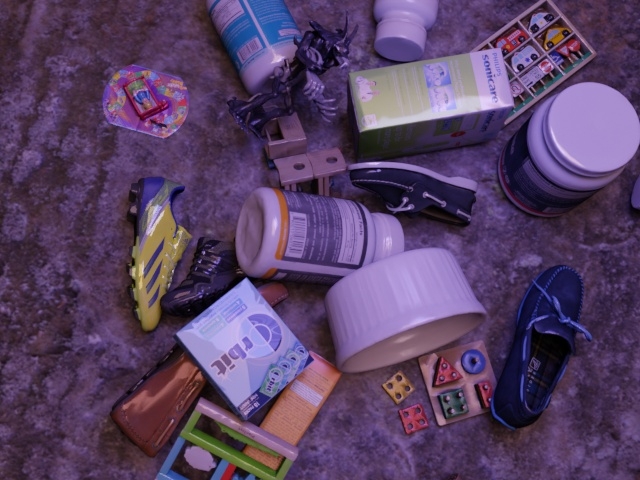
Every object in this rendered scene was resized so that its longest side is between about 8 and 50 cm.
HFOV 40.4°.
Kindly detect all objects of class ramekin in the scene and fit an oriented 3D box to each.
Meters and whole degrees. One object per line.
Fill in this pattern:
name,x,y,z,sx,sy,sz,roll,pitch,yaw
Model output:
ramekin,0.140,0.122,1.532,0.277,0.277,0.135,-17,71,-10

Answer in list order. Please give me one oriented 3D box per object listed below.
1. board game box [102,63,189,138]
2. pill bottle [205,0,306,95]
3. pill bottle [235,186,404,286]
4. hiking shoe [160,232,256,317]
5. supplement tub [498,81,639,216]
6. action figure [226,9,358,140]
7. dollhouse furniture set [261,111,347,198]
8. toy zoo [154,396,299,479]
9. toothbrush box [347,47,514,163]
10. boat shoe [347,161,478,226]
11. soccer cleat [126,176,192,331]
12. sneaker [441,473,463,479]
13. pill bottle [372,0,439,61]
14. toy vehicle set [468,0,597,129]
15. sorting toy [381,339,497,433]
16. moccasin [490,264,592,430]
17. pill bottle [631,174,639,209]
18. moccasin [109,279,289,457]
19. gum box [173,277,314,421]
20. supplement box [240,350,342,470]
board game box,-0.341,-0.279,1.695,0.169,0.033,0.133,16,75,-3
pill bottle,-0.130,-0.425,1.697,0.146,0.146,0.264,-24,80,-11
pill bottle,0.000,0.000,1.566,0.278,0.162,0.162,8,74,-28
hiking shoe,-0.209,0.056,1.604,0.227,0.086,0.114,-29,70,-28
supplement tub,0.460,-0.165,1.633,0.191,0.272,0.191,2,76,-6
action figure,-0.026,-0.285,1.571,0.276,0.164,0.141,-38,66,10
dollhouse furniture set,-0.031,-0.139,1.669,0.129,0.129,0.183,-12,48,-9
toy zoo,-0.190,0.434,1.481,0.192,0.030,0.293,28,101,-4
toothbrush box,0.198,-0.249,1.641,0.283,0.206,0.122,-11,79,-2
boat shoe,0.177,-0.085,1.619,0.302,0.114,0.091,8,85,-31
soccer cleat,-0.294,0.022,1.598,0.121,0.093,0.289,2,77,-17
sneaker,0.196,0.508,1.549,0.192,0.064,0.086,-37,90,-13
pill bottle,0.175,-0.487,1.754,0.131,0.131,0.229,12,75,-3
toy vehicle set,0.422,-0.369,1.801,0.267,0.035,0.166,-38,83,-13
sorting toy,0.257,0.266,1.620,0.274,0.046,0.132,-14,78,-9
moccasin,0.429,0.194,1.603,0.138,0.117,0.342,26,66,-9
pill bottle,0.739,-0.073,1.719,0.221,0.124,0.124,19,75,-1
moccasin,-0.191,0.219,1.536,0.147,0.139,0.380,45,73,-1
gum box,-0.128,0.182,1.462,0.157,0.041,0.184,-38,89,-22
supplement box,-0.056,0.315,1.557,0.080,0.078,0.233,32,74,2
